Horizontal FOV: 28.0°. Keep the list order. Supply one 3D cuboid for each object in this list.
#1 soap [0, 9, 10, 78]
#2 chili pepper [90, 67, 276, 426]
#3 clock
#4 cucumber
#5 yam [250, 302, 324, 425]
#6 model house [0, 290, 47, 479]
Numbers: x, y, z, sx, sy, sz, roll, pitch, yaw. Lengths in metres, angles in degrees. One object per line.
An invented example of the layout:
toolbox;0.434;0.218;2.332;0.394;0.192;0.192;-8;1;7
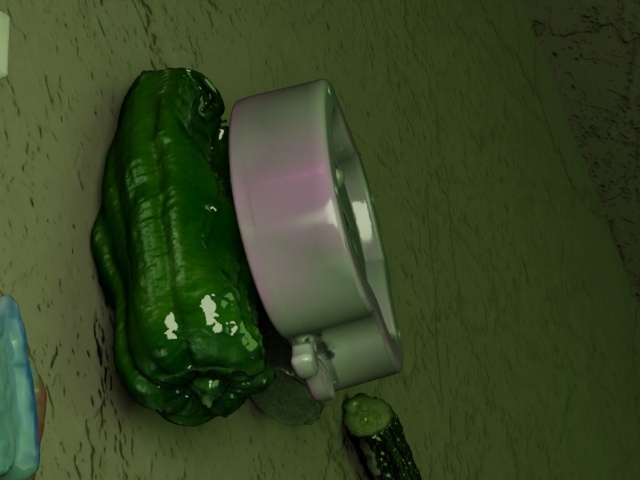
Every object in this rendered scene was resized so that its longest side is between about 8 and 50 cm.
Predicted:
soap;-0.340;-0.148;0.964;0.121;0.183;0.064;32;51;-55
chili pepper;-0.144;0.006;1.315;0.213;0.167;0.385;67;12;-54
clock;0.000;0.000;1.359;0.338;0.102;0.338;-15;90;-82
cucumber;0.103;0.331;1.747;0.265;0.077;0.077;68;28;-22
yam;-0.028;0.119;1.538;0.107;0.107;0.194;53;36;-39
model house;-0.309;0.091;0.827;0.329;0.295;0.252;37;40;-76
